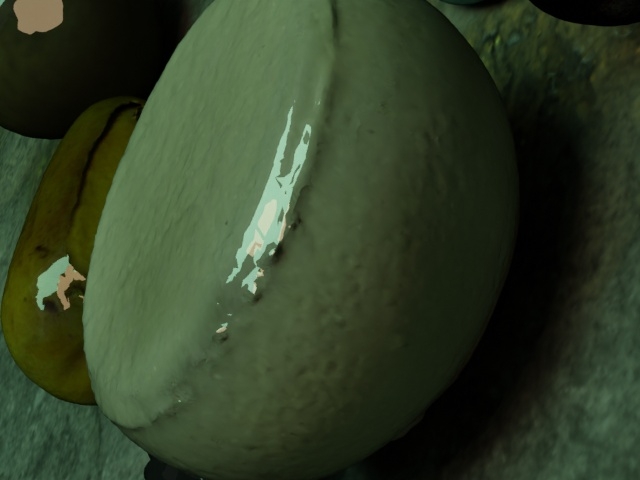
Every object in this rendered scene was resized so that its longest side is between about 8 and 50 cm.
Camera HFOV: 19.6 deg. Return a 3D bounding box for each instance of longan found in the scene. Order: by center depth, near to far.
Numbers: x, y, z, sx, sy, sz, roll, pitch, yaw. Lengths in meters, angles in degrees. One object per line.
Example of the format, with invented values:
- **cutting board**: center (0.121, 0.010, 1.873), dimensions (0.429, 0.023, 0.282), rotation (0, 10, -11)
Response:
- **longan**: center (-0.228, -0.177, 1.544), dimensions (0.212, 0.198, 0.198), rotation (26, 94, 62)

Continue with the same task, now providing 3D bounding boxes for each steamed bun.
- **steamed bun**: center (0.000, 0.000, 0.990), dimensions (0.283, 0.177, 0.283), rotation (-46, 31, 40)

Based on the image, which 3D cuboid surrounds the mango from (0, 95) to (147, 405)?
- **mango**: center (-0.153, 0.000, 1.337), dimensions (0.167, 0.130, 0.262), rotation (-45, 28, 47)

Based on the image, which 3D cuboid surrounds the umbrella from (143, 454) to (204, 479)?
- **umbrella**: center (-0.073, 0.141, 1.098), dimensions (0.122, 0.110, 0.272), rotation (-47, 32, 30)

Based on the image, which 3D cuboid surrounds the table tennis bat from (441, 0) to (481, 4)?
- **table tennis bat**: center (0.087, -0.205, 1.146), dimensions (0.237, 0.038, 0.149), rotation (-17, 55, 54)

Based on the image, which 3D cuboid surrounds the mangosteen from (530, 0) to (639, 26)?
- **mangosteen**: center (0.160, -0.172, 0.903), dimensions (0.151, 0.137, 0.137), rotation (1, 68, 26)
